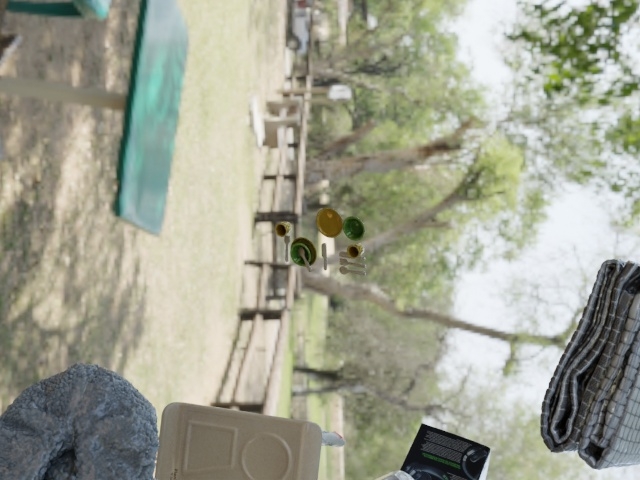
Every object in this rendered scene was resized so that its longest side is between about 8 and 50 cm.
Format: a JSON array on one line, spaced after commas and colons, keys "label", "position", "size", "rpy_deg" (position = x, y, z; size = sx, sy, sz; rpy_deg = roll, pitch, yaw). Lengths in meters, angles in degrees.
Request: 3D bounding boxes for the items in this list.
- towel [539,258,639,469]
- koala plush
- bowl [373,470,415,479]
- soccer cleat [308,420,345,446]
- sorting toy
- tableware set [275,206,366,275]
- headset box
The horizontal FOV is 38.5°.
[{"label": "towel", "position": [0.417, 0.163, 1.252], "size": [0.235, 0.121, 0.283], "rpy_deg": [17, 92, -52]}, {"label": "koala plush", "position": [-0.241, 0.249, 0.937], "size": [0.221, 0.196, 0.203], "rpy_deg": [98, 3, -64]}, {"label": "bowl", "position": [0.084, 0.368, 1.181], "size": [0.142, 0.142, 0.053], "rpy_deg": [52, -15, 46]}, {"label": "soccer cleat", "position": [0.005, 0.324, 1.495], "size": [0.029, 0.083, 0.035], "rpy_deg": [-52, -155, 19]}, {"label": "sorting toy", "position": [-0.108, 0.313, 1.171], "size": [0.038, 0.208, 0.193], "rpy_deg": [13, 83, -81]}, {"label": "tableware set", "position": [0.000, 0.000, 1.382], "size": [0.024, 0.154, 0.104], "rpy_deg": [-28, 122, -53]}, {"label": "headset box", "position": [0.170, 0.501, 1.528], "size": [0.283, 0.131, 0.246], "rpy_deg": [-53, 153, -48]}]
